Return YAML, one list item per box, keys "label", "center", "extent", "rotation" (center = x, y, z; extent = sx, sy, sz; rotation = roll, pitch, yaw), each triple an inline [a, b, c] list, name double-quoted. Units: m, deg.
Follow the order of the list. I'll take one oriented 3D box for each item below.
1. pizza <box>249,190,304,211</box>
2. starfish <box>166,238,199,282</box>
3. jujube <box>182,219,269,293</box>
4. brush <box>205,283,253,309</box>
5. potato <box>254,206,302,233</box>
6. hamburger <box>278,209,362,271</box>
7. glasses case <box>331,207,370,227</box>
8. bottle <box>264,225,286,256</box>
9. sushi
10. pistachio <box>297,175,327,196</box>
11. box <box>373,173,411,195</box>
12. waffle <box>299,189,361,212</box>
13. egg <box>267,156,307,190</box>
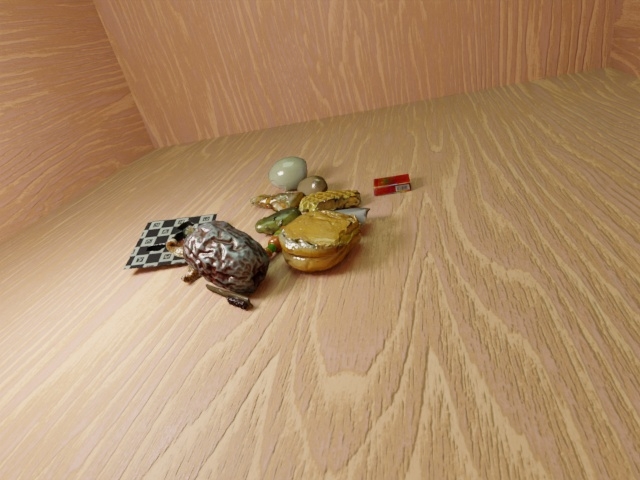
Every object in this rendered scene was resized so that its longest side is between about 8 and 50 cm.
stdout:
- label: "pizza"
  center: [-0.226, -0.208, 2.135]
  extent: [0.297, 0.071, 0.189]
  rotation: [6, 34, 34]
- label: "starfish"
  center: [-0.460, 0.053, 1.710]
  extent: [0.303, 0.113, 0.312]
  rotation: [24, 41, 24]
- label: "jujube"
  center: [-0.336, 0.058, 1.500]
  extent: [0.317, 0.226, 0.226]
  rotation: [31, 46, 19]
- label: "brush"
  center: [-0.331, 0.196, 1.466]
  extent: [0.248, 0.043, 0.036]
  rotation: [12, 44, 40]
- label: "potato"
  center: [-0.185, -0.085, 1.866]
  extent: [0.226, 0.090, 0.117]
  rotation: [-22, 29, -17]
- label: "hamburger"
  center: [0.000, 0.000, 1.551]
  extent: [0.319, 0.158, 0.318]
  rotation: [-11, 27, 6]
- label: "glasses case"
  center: [0.066, -0.079, 1.744]
  extent: [0.308, 0.083, 0.128]
  rotation: [-6, 16, 27]
- label: "bottle"
  center: [-0.180, 0.012, 1.709]
  extent: [0.069, 0.069, 0.187]
  rotation: [2, 33, 28]
- label: "sushi"
  center: [-0.665, 0.019, 1.917]
  extent: [0.359, 0.064, 0.343]
  rotation: [-6, 39, 4]
- label: "pistachio"
  center: [-0.041, -0.274, 2.143]
  extent: [0.186, 0.108, 0.126]
  rotation: [3, 61, 43]
- label: "box"
  center: [0.342, -0.266, 2.001]
  extent: [0.175, 0.048, 0.112]
  rotation: [-7, 30, 12]
- label: "waffle"
  center: [0.046, -0.186, 1.928]
  extent: [0.283, 0.065, 0.309]
  rotation: [0, 22, 18]
- label: "egg"
  center: [-0.178, -0.362, 2.271]
  extent: [0.217, 0.183, 0.183]
  rotation: [-5, 27, -5]
